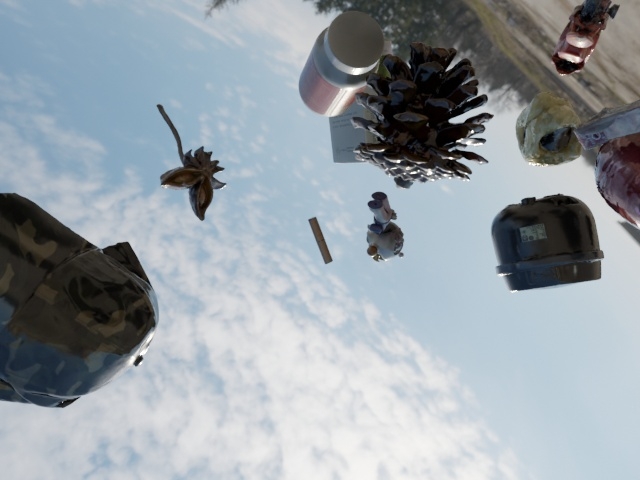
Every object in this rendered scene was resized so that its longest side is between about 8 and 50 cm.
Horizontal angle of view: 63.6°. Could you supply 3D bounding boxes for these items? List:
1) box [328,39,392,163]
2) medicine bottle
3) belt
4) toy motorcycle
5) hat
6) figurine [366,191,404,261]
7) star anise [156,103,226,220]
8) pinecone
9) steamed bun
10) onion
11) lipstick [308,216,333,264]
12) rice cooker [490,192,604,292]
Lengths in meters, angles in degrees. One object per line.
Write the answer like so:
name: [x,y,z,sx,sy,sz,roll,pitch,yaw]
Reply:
box: [0.106,-0.357,1.370,0.106,0.299,0.200,-12,-168,-24]
medicine bottle: [0.037,-0.342,1.026,0.131,0.131,0.250,41,168,-6]
belt: [0.526,-0.207,0.848,0.053,0.071,0.232,39,166,-12]
toy motorcycle: [0.642,-0.505,1.267,0.089,0.171,0.298,32,-173,15]
hat: [-0.458,0.114,0.881,0.257,0.381,0.366,23,-111,9]
figurine: [0.223,-0.049,1.793,0.133,0.274,0.194,7,-151,20]
star anise: [-0.301,-0.166,1.058,0.148,0.218,0.227,-4,-164,-40]
pinecone: [0.170,-0.220,0.902,0.264,0.264,0.264,32,-151,-21]
steamed bun: [0.555,-0.283,1.254,0.155,0.141,0.172,55,-155,-57]
onion: [0.694,-0.106,0.951,0.347,0.348,0.285,-103,-1,-47]
lipstick: [0.000,0.000,0.996,0.019,0.019,0.094,-40,-69,-63]
rice cooker: [0.555,0.009,1.275,0.267,0.267,0.224,1,-101,-53]
